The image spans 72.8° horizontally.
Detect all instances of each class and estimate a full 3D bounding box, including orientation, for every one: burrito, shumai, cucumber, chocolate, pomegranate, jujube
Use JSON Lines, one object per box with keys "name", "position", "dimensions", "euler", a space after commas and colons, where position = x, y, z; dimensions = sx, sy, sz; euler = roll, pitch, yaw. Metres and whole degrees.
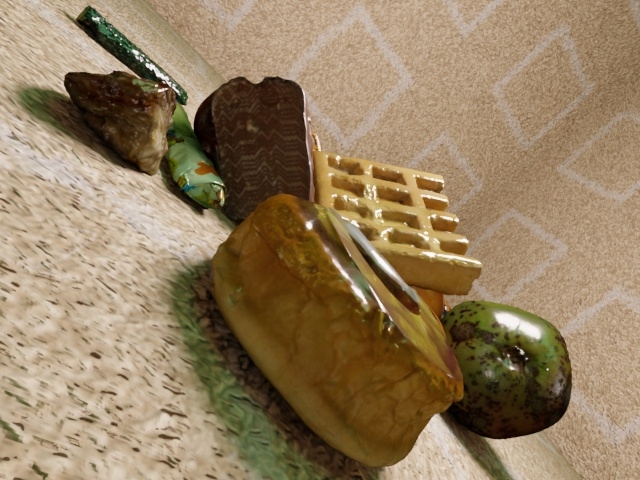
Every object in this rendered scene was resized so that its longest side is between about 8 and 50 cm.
{"name": "burrito", "position": [-0.220, -0.149, 0.651], "dimensions": [0.104, 0.054, 0.288], "euler": [33, 18, -48]}
{"name": "shumai", "position": [-0.229, -0.145, 0.503], "dimensions": [0.123, 0.139, 0.105], "euler": [7, 66, -31]}
{"name": "cucumber", "position": [-0.366, -0.360, 0.883], "dimensions": [0.256, 0.043, 0.044], "euler": [38, 18, -47]}
{"name": "chocolate", "position": [-0.085, -0.140, 0.685], "dimensions": [0.093, 0.148, 0.214], "euler": [-73, 160, -82]}
{"name": "pomegranate", "position": [0.359, 0.283, 0.938], "dimensions": [0.285, 0.285, 0.341], "euler": [50, -16, 18]}
{"name": "jujube", "position": [-0.121, -0.189, 0.840], "dimensions": [0.183, 0.183, 0.243], "euler": [52, 11, 25]}

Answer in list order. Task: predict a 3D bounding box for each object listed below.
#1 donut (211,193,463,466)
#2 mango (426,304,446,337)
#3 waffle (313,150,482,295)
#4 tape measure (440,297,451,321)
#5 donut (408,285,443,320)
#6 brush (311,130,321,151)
{"name": "donut", "position": [0.023, 0.071, 0.499], "dimensions": [0.330, 0.160, 0.330], "euler": [38, 10, -8]}
{"name": "mango", "position": [0.161, 0.179, 0.770], "dimensions": [0.252, 0.126, 0.154], "euler": [30, 31, -62]}
{"name": "waffle", "position": [0.112, -0.047, 0.811], "dimensions": [0.303, 0.078, 0.348], "euler": [11, 36, -10]}
{"name": "tape measure", "position": [0.296, 0.199, 1.238], "dimensions": [0.222, 0.135, 0.202], "euler": [25, 32, -53]}
{"name": "donut", "position": [0.154, 0.074, 0.961], "dimensions": [0.277, 0.108, 0.278], "euler": [158, -90, -77]}
{"name": "brush", "position": [0.009, -0.097, 0.988], "dimensions": [0.090, 0.017, 0.315], "euler": [-13, 91, -53]}
